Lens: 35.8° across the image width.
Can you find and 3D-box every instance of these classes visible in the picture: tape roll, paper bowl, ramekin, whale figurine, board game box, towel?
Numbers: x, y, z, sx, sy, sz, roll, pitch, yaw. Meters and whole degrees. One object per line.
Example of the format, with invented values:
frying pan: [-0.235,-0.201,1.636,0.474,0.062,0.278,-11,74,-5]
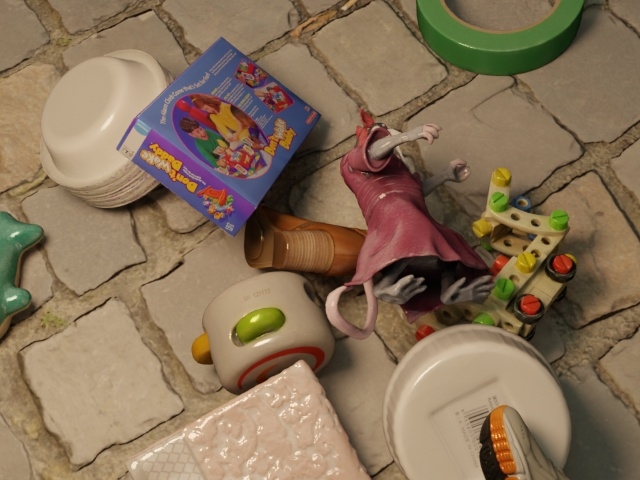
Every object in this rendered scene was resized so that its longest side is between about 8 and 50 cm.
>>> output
tape roll: [0.344,-0.467,1.904,0.321,0.077,0.321,-3,62,5]
paper bowl: [-0.383,-0.214,1.770,0.284,0.148,0.284,-14,59,26]
ramekin: [0.227,0.263,1.425,0.277,0.135,0.277,0,90,4]
whale figurine: [-0.594,0.058,1.700,0.216,0.141,0.272,22,66,18]
board game box: [-0.158,-0.186,1.670,0.233,0.078,0.347,38,36,-5]
towel: [-0.081,0.391,1.452,0.316,0.053,0.332,-27,81,-8]

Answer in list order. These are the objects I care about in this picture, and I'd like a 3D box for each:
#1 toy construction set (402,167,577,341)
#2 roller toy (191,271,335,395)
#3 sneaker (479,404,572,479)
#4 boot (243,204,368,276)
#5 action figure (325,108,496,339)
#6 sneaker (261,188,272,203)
toy construction set: [0.283,0.049,1.587,0.215,0.151,0.328,33,71,20]
roller toy: [-0.086,0.145,1.563,0.191,0.209,0.146,1,53,-37]
sneaker: [0.304,0.338,1.319,0.121,0.099,0.263,-18,84,-21]
boot: [0.000,0.000,1.665,0.220,0.283,0.109,3,94,-23]
action figure: [0.112,-0.043,1.531,0.275,0.248,0.370,-34,54,12]
sneaker: [-0.200,-0.122,1.788,0.267,0.101,0.106,32,83,28]
